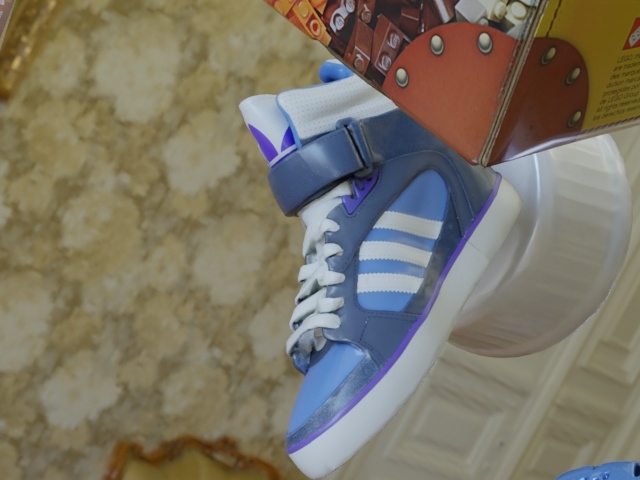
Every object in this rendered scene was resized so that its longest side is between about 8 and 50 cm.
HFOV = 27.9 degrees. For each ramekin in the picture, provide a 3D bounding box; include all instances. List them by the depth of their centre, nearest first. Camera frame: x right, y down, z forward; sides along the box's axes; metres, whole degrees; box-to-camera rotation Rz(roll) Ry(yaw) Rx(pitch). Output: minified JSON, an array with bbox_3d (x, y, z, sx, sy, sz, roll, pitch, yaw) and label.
[{"bbox_3d":[0.150,-0.028,1.265,0.277,0.277,0.135,30,11,40],"label":"ramekin"}]

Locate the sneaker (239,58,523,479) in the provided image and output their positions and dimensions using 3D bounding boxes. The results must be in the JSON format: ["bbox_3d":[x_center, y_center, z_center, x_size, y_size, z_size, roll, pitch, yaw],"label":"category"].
[{"bbox_3d":[0.000,0.000,1.026,0.236,0.323,0.130,40,-29,-6],"label":"sneaker"}]

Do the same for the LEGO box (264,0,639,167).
[{"bbox_3d":[0.152,-0.255,0.703,0.500,0.193,0.372,-16,46,-40],"label":"LEGO box"}]

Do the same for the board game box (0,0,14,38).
[{"bbox_3d":[-0.337,-0.153,1.255,0.027,0.145,0.281,19,25,-15],"label":"board game box"}]

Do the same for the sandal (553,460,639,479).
[{"bbox_3d":[0.266,0.233,0.920,0.138,0.126,0.317,15,-3,-37],"label":"sandal"}]
